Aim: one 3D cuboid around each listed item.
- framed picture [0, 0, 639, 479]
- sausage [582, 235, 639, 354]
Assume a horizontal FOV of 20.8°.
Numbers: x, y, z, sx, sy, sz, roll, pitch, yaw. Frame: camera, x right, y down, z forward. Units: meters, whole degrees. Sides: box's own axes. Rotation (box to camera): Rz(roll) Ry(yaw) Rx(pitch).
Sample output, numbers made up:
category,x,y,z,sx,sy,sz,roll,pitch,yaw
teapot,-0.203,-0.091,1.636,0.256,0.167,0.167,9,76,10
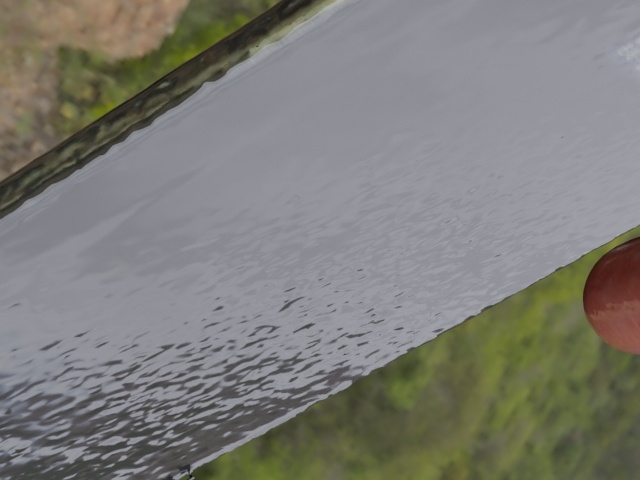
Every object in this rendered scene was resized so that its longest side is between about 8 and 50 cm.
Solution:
category,x,y,z,sx,sy,sz,roll,pitch,yaw
framed picture,0.000,0.000,0.554,0.339,0.014,0.255,-30,156,19
sausage,0.102,0.002,0.330,0.029,0.029,0.223,-50,-172,-17
